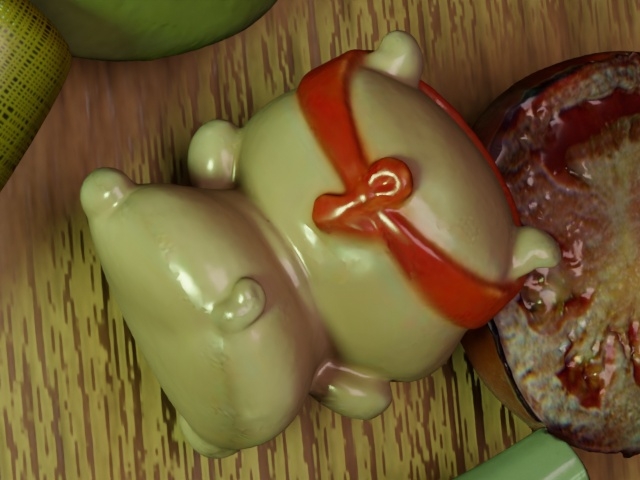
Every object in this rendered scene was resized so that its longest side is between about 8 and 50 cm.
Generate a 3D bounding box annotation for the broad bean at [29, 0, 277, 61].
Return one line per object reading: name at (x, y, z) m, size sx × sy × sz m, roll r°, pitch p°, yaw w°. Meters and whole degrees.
broad bean at (-0.100, -0.178, 0.882) m, size 0.263 × 0.121 × 0.189 m, roll 0°, pitch 86°, yaw -36°

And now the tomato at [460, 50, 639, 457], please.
tomato at (0.148, 0.009, 1.043) m, size 0.225 × 0.085 × 0.225 m, roll 2°, pitch 86°, yaw -36°

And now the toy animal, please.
toy animal at (0.000, 0.000, 0.905) m, size 0.197 × 0.171 × 0.171 m, roll -28°, pitch 100°, yaw -14°

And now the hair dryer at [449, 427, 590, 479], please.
hair dryer at (0.070, 0.201, 0.960) m, size 0.219 × 0.088 × 0.225 m, roll -50°, pitch 117°, yaw -10°

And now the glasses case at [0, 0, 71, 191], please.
glasses case at (-0.193, -0.008, 0.804) m, size 0.079 × 0.064 × 0.234 m, roll 38°, pitch 86°, yaw -25°
